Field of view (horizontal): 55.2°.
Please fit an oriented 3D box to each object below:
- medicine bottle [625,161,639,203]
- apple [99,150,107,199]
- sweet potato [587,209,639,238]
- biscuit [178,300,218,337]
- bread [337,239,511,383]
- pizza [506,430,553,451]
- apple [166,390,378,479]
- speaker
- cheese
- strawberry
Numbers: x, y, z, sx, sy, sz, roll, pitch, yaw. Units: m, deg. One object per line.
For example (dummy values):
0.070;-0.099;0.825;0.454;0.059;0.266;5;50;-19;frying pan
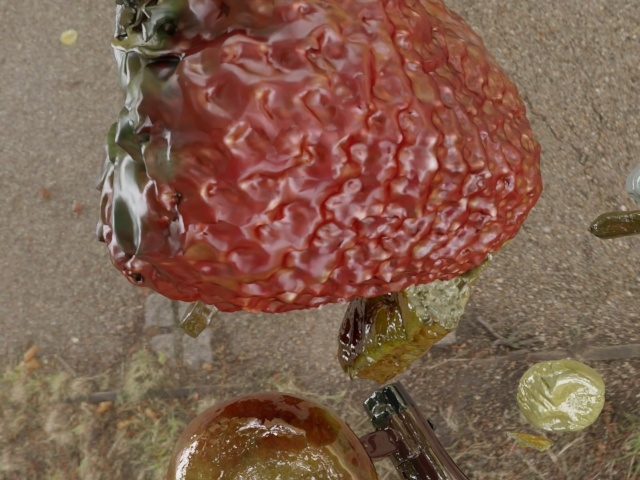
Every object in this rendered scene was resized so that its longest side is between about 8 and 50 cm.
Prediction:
0.636;-0.129;1.068;0.119;0.069;0.183;39;103;7;medicine bottle
-0.252;-0.112;1.154;0.329;0.365;0.295;-27;73;-15;apple
0.854;-0.047;1.623;0.274;0.075;0.075;-6;78;45;sweet potato
-0.124;0.033;0.950;0.049;0.273;0.257;40;95;-3;biscuit
0.121;0.070;0.804;0.109;0.380;0.185;29;58;0;bread
0.552;0.530;1.594;0.123;0.108;0.026;11;91;6;pizza
-0.069;0.352;0.855;0.302;0.302;0.301;-7;78;33;apple
0.163;0.444;1.149;0.329;0.259;0.198;52;139;25;speaker
0.662;0.420;1.680;0.226;0.117;0.213;5;122;-1;cheese
0.015;-0.087;0.472;0.267;0.352;0.311;-165;86;-76;strawberry
